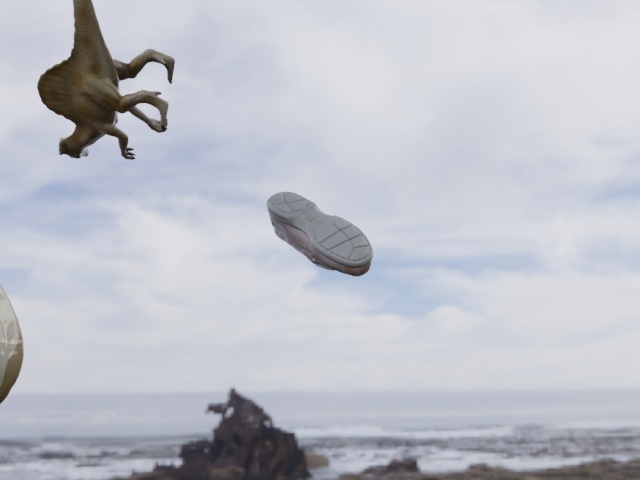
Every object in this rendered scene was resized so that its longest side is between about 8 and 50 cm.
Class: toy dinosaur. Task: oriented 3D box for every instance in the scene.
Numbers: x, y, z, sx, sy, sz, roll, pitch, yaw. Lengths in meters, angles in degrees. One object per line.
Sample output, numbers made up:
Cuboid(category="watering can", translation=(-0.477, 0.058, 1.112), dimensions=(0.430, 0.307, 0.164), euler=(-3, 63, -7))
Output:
Cuboid(category="toy dinosaur", translation=(-0.151, -0.110, 0.627), dimensions=(0.093, 0.053, 0.183), euler=(7, -44, -10))

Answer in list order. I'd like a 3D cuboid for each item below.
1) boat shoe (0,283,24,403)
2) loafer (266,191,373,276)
Cuboid(category="boat shoe", translation=(-0.186, 0.001, 0.370), dimensions=(0.063, 0.170, 0.059), euler=(-54, -28, 19))
Cuboid(category="loafer", translation=(0.000, 0.000, 0.760), dimensions=(0.045, 0.039, 0.125), euler=(-25, 43, -30))
